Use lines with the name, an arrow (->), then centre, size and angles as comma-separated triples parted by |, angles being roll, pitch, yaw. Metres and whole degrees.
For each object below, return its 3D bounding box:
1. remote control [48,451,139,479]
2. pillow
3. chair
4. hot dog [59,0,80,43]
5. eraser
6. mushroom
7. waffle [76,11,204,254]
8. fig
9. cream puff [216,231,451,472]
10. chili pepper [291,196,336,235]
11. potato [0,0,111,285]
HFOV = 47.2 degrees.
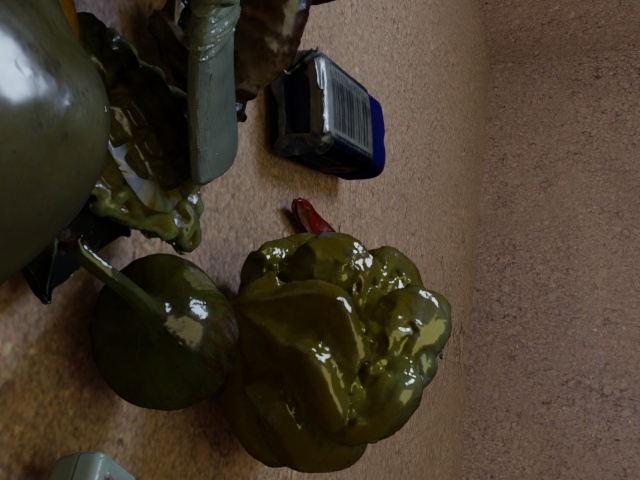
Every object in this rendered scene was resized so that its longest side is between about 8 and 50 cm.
remote control -> -0.159, 0.321, 0.683 | 0.344, 0.050, 0.145 | 69, 15, -50
pillow -> -0.218, -0.016, 0.631 | 0.150, 0.048, 0.090 | -61, 151, -60
chair -> -0.141, -0.230, 0.648 | 0.160, 0.186, 0.319 | -81, -174, -60
hot dog -> -0.244, -0.227, 0.472 | 0.135, 0.100, 0.337 | -32, 123, -32
eraser -> 0.019, -0.193, 1.192 | 0.332, 0.102, 0.154 | 9, 78, -70
mushroom -> -0.033, -0.353, 0.803 | 0.331, 0.334, 0.356 | 58, 27, -52
waffle -> -0.172, -0.105, 0.678 | 0.223, 0.054, 0.204 | 34, 38, -58
fig -> -0.149, 0.060, 0.634 | 0.245, 0.149, 0.149 | 79, 17, -66
cream puff -> -0.011, 0.110, 0.916 | 0.257, 0.291, 0.324 | 47, 53, -17
chili pepper -> 0.000, 0.000, 1.202 | 0.050, 0.059, 0.268 | 55, 0, 40
potato -> -0.247, -0.051, 0.321 | 0.326, 0.221, 0.243 | -50, 126, -43
